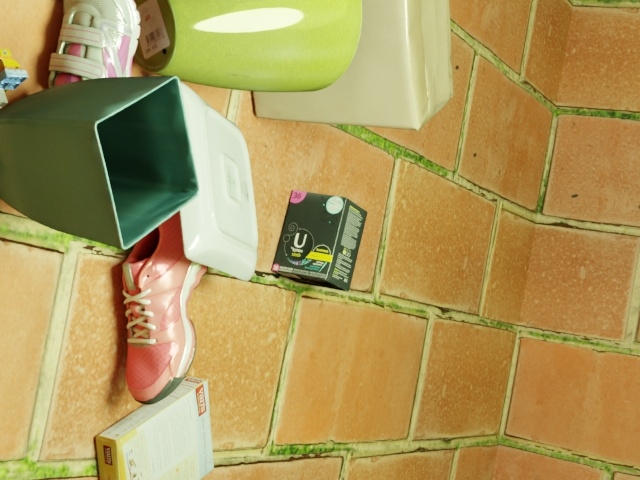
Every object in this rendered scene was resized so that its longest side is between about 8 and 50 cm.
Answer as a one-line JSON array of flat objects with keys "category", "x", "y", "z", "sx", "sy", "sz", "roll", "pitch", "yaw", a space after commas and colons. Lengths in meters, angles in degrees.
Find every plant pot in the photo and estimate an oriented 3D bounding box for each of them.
[{"category": "plant pot", "x": -0.306, "y": -0.110, "z": 1.434, "sx": 0.166, "sy": 0.234, "sz": 0.166, "roll": -43, "pitch": 133, "yaw": -49}, {"category": "plant pot", "x": -0.136, "y": -0.336, "z": 1.687, "sx": 0.293, "sy": 0.274, "sz": 0.275, "roll": -18, "pitch": 114, "yaw": -41}]

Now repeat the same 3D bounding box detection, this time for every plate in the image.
[{"category": "plate", "x": -0.156, "y": -0.090, "z": 1.764, "sx": 0.278, "sy": 0.045, "sz": 0.277, "roll": 33, "pitch": 48, "yaw": -72}]

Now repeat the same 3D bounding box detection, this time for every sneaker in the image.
[{"category": "sneaker", "x": -0.262, "y": 0.088, "z": 1.724, "sx": 0.136, "sy": 0.116, "sz": 0.314, "roll": 29, "pitch": 65, "yaw": -49}, {"category": "sneaker", "x": -0.308, "y": -0.244, "z": 1.525, "sx": 0.111, "sy": 0.103, "sz": 0.252, "roll": -40, "pitch": 131, "yaw": -57}]

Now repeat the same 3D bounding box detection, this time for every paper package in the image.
[{"category": "paper package", "x": 0.046, "y": -0.356, "z": 1.903, "sx": 0.168, "sy": 0.324, "sz": 0.310, "roll": -38, "pitch": 129, "yaw": -52}]

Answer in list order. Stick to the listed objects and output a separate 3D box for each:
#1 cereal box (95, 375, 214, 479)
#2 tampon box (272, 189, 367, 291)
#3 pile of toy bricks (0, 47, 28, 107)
[{"category": "cereal box", "x": -0.261, "y": 0.343, "z": 1.827, "sx": 0.240, "sy": 0.047, "sz": 0.173, "roll": -29, "pitch": 123, "yaw": -55}, {"category": "tampon box", "x": 0.000, "y": 0.000, "z": 2.125, "sx": 0.101, "sy": 0.120, "sz": 0.161, "roll": 30, "pitch": 71, "yaw": -60}, {"category": "pile of toy bricks", "x": -0.444, "y": -0.223, "z": 1.314, "sx": 0.212, "sy": 0.118, "sz": 0.105, "roll": -6, "pitch": 70, "yaw": -51}]
